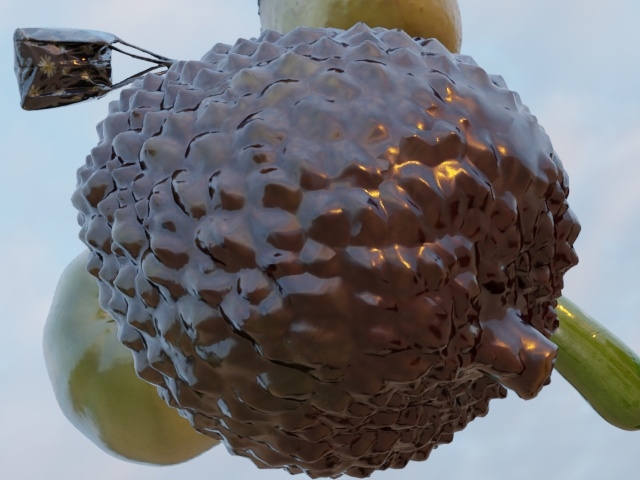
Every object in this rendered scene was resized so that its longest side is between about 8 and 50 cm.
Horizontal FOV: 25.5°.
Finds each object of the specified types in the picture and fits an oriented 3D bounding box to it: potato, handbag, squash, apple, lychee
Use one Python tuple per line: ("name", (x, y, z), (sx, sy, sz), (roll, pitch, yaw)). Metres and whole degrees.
("potato", (0.055, -0.235, 1.552), (0.242, 0.242, 0.285), (-2, -46, -38))
("handbag", (-0.193, -0.150, 1.240), (0.139, 0.072, 0.115), (1, 7, 0))
("squash", (0.238, 0.098, 1.306), (0.066, 0.201, 0.066), (-46, 3, 3))
("apple", (-0.186, 0.112, 1.576), (0.279, 0.279, 0.279), (-21, -31, -13))
("lychee", (0.000, 0.000, 0.710), (0.236, 0.271, 0.236), (-44, -33, -40))
